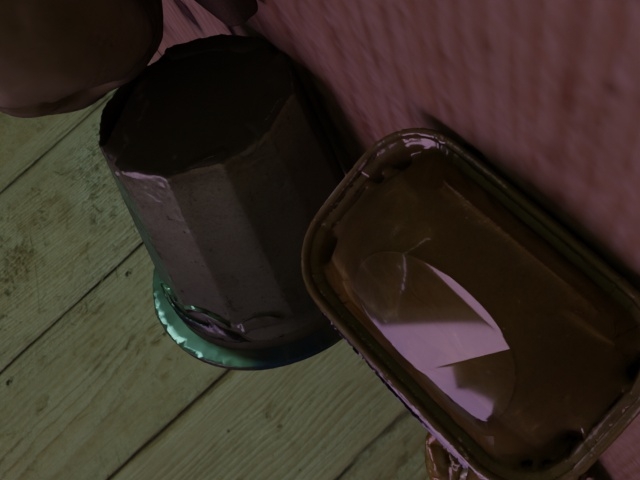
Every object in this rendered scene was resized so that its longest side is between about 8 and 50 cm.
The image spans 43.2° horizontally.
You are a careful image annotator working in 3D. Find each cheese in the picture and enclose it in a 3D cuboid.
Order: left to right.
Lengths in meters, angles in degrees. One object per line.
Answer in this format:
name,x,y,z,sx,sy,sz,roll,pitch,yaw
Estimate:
cheese,-0.184,-0.180,0.518,0.235,0.117,0.217,41,-154,-64

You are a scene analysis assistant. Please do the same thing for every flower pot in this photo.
flower pot,-0.069,-0.039,0.626,0.212,0.212,0.202,44,165,41

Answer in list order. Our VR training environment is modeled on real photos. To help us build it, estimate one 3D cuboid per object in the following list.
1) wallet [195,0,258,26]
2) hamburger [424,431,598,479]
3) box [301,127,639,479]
wallet,-0.099,-0.192,0.453,0.118,0.039,0.152,44,177,27
hamburger,0.211,0.267,0.873,0.283,0.157,0.144,53,173,-38
box,0.072,0.028,0.380,0.177,0.111,0.111,44,175,29
